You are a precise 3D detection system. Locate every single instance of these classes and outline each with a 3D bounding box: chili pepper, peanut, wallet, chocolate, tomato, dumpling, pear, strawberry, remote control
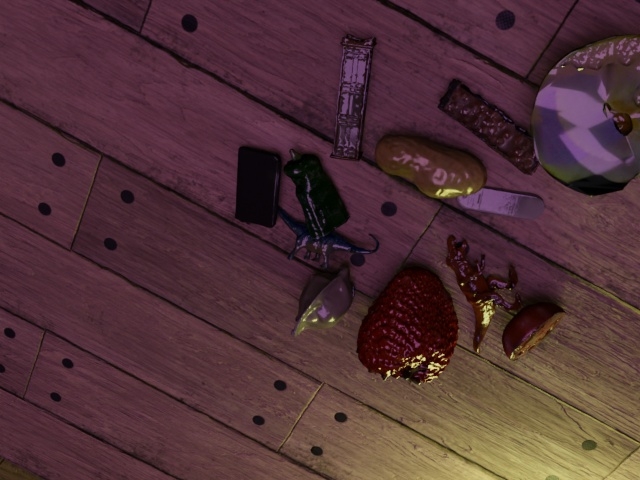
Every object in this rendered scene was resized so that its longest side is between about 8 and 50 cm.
[{"bbox_3d":[-0.023,-0.149,1.739,0.136,0.099,0.271,-28,105,-3],"label":"chili pepper"},{"bbox_3d":[0.301,-0.199,1.629,0.318,0.148,0.148,18,117,-1],"label":"peanut"},{"bbox_3d":[-0.189,-0.155,1.799,0.149,0.044,0.250,15,116,20],"label":"wallet"},{"bbox_3d":[0.457,-0.299,1.590,0.329,0.065,0.102,35,85,-5],"label":"chocolate"},{"bbox_3d":[0.624,0.261,1.774,0.085,0.225,0.225,47,123,32],"label":"tomato"},{"bbox_3d":[0.012,0.207,1.850,0.163,0.204,0.293,32,109,-17],"label":"dumpling"},{"bbox_3d":[0.715,-0.325,1.468,0.398,0.165,0.399,5,116,9],"label":"pear"},{"bbox_3d":[0.274,0.252,1.812,0.311,0.267,0.352,13,88,-24],"label":"strawberry"},{"bbox_3d":[0.513,-0.111,1.694,0.244,0.022,0.077,10,114,8],"label":"remote control"}]

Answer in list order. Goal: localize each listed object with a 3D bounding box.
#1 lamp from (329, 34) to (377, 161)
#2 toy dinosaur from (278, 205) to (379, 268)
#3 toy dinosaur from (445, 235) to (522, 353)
[{"bbox_3d":[0.088,-0.384,1.617,0.090,0.089,0.326,10,116,8],"label":"lamp"},{"bbox_3d":[-0.007,0.009,1.830,0.362,0.076,0.147,19,105,9],"label":"toy dinosaur"},{"bbox_3d":[0.507,0.175,1.789,0.208,0.097,0.432,-10,109,33],"label":"toy dinosaur"}]
